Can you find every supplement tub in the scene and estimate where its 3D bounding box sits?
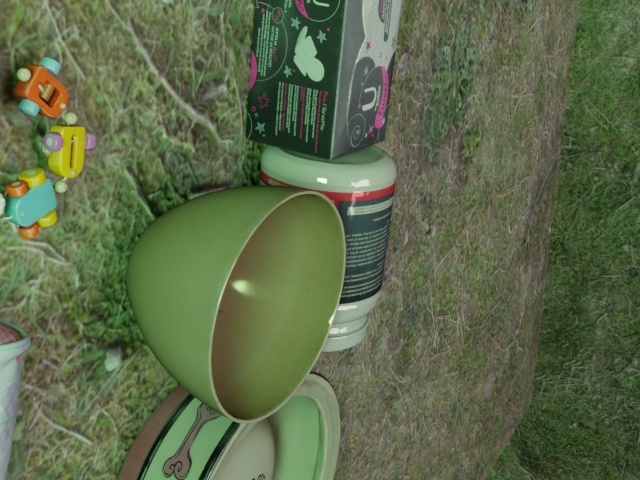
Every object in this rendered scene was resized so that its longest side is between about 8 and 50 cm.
[{"bbox_3d":[0.000,0.000,1.316,0.191,0.191,0.272,-25,127,-55],"label":"supplement tub"}]

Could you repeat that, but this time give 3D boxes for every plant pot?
[{"bbox_3d":[-0.122,0.054,1.123,0.284,0.191,0.284,-40,139,-47],"label":"plant pot"}]

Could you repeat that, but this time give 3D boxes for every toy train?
[{"bbox_3d":[-0.285,-0.088,0.901,0.125,0.046,0.166,41,66,-59],"label":"toy train"}]

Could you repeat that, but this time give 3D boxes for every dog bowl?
[{"bbox_3d":[-0.135,0.359,1.325,0.408,0.150,0.408,-38,136,-48],"label":"dog bowl"}]

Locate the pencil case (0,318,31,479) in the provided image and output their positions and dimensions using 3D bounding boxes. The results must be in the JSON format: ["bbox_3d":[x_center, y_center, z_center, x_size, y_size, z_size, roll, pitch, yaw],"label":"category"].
[{"bbox_3d":[-0.352,0.202,0.867,0.124,0.113,0.273,-37,140,-81],"label":"pencil case"}]

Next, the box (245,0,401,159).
[{"bbox_3d":[0.010,-0.251,1.241,0.163,0.142,0.247,-25,128,-54],"label":"box"}]
